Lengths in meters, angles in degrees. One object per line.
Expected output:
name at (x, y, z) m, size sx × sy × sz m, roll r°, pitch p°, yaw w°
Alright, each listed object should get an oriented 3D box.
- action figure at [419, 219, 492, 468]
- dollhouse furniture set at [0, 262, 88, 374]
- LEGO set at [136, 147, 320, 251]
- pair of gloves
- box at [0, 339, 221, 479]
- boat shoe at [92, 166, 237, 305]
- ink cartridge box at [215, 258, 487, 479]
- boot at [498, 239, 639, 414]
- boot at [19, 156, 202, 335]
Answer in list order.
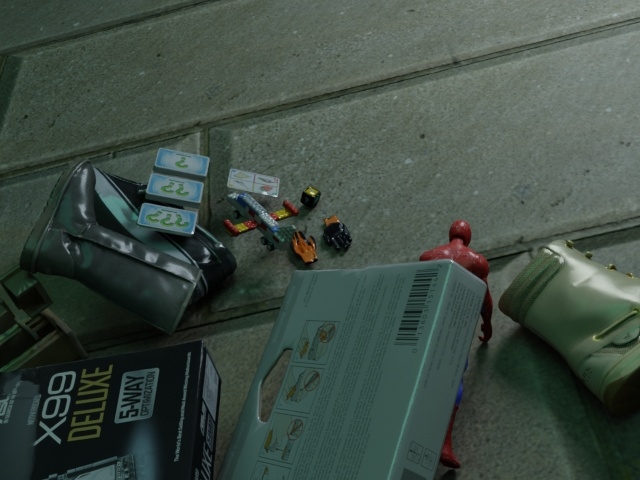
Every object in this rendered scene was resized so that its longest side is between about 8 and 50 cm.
action figure at (0.145, 0.118, 1.017) m, size 0.091 × 0.139 × 0.280 m, roll 5°, pitch 69°, yaw 19°
dollhouse furniture set at (-0.423, 0.132, 1.125) m, size 0.182 × 0.161 × 0.101 m, roll -39°, pitch 46°, yaw -23°
LEGO set at (-0.118, -0.066, 1.237) m, size 0.244 × 0.060 × 0.182 m, roll 12°, pitch 38°, yaw -7°
pair of gloves at (0.000, 0.000, 1.233) m, size 0.083 × 0.010 × 0.074 m, roll -22°, pitch 41°, yaw -8°
box at (-0.231, 0.255, 0.884) m, size 0.242 × 0.077 × 0.307 m, roll -9°, pitch 43°, yaw 8°
boat shoe at (-0.237, -0.028, 1.270) m, size 0.105 × 0.113 × 0.306 m, roll -34°, pitch 47°, yaw -26°
ink cartridge box at (0.025, 0.169, 0.943) m, size 0.261 × 0.066 × 0.296 m, roll -6°, pitch 58°, yaw 51°
boot at (0.355, 0.054, 0.999) m, size 0.262 × 0.095 × 0.203 m, roll -34°, pitch 44°, yaw -11°
boot at (-0.247, 0.004, 1.121) m, size 0.208 × 0.076 × 0.190 m, roll 18°, pitch 61°, yaw -3°
